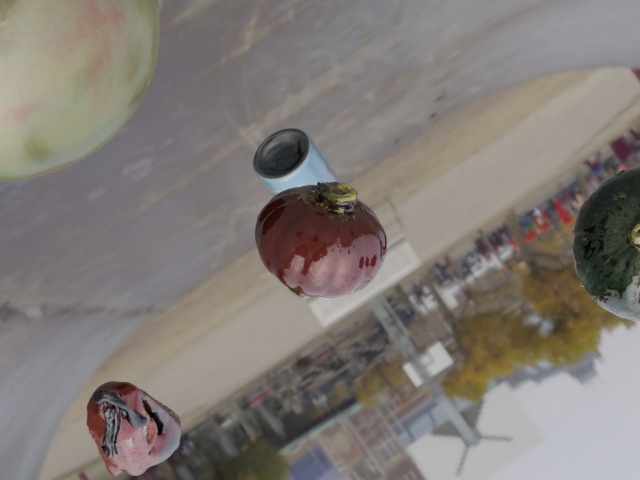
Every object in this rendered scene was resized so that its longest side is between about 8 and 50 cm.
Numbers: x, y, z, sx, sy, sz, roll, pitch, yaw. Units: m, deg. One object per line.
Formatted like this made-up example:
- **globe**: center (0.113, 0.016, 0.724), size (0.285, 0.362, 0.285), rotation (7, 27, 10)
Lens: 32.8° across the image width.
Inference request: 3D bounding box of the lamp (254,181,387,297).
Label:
- **lamp**: center (0.000, 0.000, 0.815), size (0.101, 0.101, 0.090), rotation (-25, 140, -55)

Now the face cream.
- **face cream**: center (0.004, -0.035, 1.266), size (0.075, 0.075, 0.229), rotation (-34, 139, 2)

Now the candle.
- **candle**: center (-0.163, 0.161, 0.948), size (0.084, 0.059, 0.301), rotation (-54, 172, -17)

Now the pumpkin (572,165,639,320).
- **pumpkin**: center (0.378, 0.002, 1.219), size (0.190, 0.190, 0.146), rotation (-34, 161, 0)

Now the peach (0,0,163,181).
- **peach**: center (-0.253, -0.198, 0.887), size (0.247, 0.292, 0.292), rotation (-2, 173, 1)
